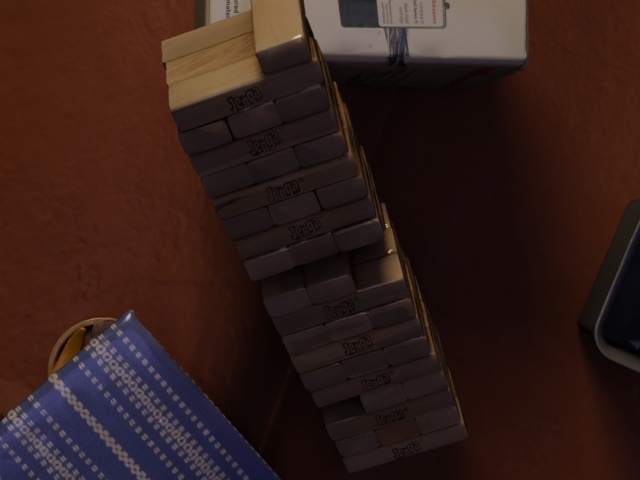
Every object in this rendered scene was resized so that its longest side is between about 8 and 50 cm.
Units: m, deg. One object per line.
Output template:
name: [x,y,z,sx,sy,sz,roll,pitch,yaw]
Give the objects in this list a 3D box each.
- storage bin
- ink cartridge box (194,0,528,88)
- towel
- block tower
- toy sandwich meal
storage bin: [0.246,0.030,1.030,0.098,0.091,0.135,24,89,-7]
ink cartridge box: [0.022,-0.153,0.967,0.208,0.153,0.087,1,90,-9]
towel: [-0.182,0.244,0.992,0.336,0.040,0.243,-41,105,-7]
block tower: [0.000,0.000,0.917,0.097,0.091,0.335,-18,126,6]
toy sandwich meal: [-0.155,0.096,1.009,0.085,0.029,0.086,0,91,-8]
